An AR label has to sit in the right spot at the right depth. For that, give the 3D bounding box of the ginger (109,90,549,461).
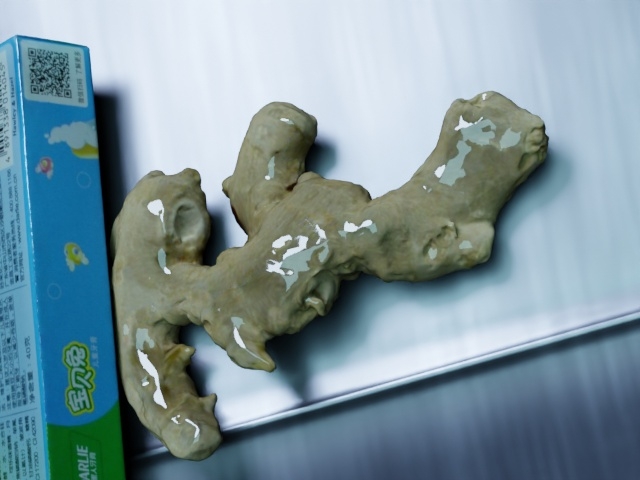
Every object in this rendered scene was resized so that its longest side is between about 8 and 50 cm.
[{"bbox_3d":[-0.010,-0.011,0.873,0.258,0.065,0.149,-37,72,8],"label":"ginger"}]

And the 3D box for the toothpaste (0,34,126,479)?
[{"bbox_3d":[-0.148,0.028,0.894,0.065,0.050,0.267,-18,74,46],"label":"toothpaste"}]
